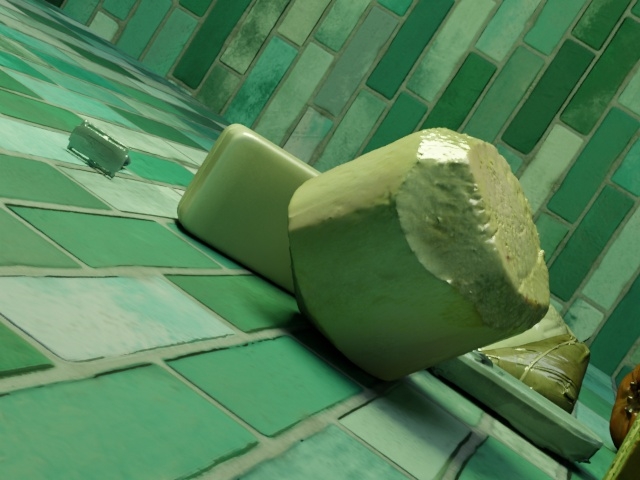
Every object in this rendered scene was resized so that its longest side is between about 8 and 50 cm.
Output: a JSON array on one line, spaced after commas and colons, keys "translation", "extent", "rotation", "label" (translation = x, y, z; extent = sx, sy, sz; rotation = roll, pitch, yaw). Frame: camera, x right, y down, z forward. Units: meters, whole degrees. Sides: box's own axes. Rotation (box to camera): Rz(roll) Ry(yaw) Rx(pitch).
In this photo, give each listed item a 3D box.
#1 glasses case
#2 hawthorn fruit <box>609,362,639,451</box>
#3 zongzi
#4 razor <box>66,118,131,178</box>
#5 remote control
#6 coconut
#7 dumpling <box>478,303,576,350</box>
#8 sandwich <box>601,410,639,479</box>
[{"translation": [0.000, 0.000, 1.288], "extent": [0.313, 0.131, 0.070], "rotation": [31, 7, -17], "label": "glasses case"}, {"translation": [0.538, 0.267, 1.657], "extent": [0.226, 0.196, 0.196], "rotation": [26, 8, -16], "label": "hawthorn fruit"}, {"translation": [0.260, 0.146, 1.492], "extent": [0.178, 0.081, 0.189], "rotation": [27, 34, 9], "label": "zongzi"}, {"translation": [-0.241, -0.100, 1.321], "extent": [0.068, 0.040, 0.135], "rotation": [34, 1, 4], "label": "razor"}, {"translation": [0.222, 0.182, 1.358], "extent": [0.247, 0.052, 0.104], "rotation": [34, 5, 14], "label": "remote control"}, {"translation": [0.082, 0.020, 1.142], "extent": [0.239, 0.244, 0.239], "rotation": [44, 35, -42], "label": "coconut"}, {"translation": [0.293, 0.161, 1.605], "extent": [0.216, 0.126, 0.166], "rotation": [31, 29, -47], "label": "dumpling"}, {"translation": [0.335, 0.247, 1.006], "extent": [0.187, 0.144, 0.117], "rotation": [34, 8, 12], "label": "sandwich"}]
